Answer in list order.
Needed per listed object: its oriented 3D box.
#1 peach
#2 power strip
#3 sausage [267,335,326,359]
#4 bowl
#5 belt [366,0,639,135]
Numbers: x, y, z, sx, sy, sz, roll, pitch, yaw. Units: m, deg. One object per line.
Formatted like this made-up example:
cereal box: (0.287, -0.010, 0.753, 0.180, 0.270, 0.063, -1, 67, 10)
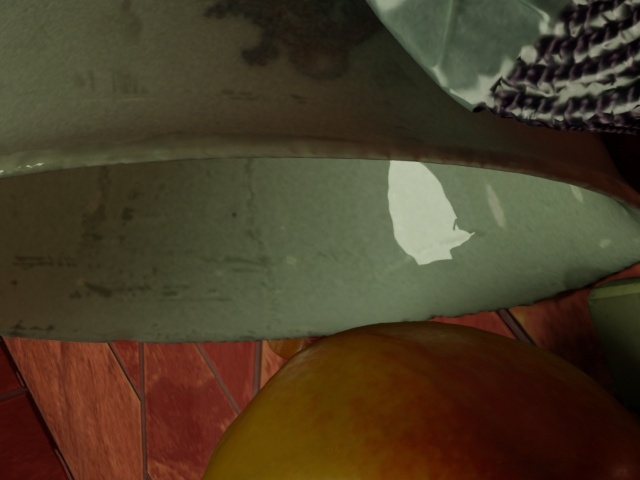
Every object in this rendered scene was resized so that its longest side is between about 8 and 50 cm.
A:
peach: (0.079, 0.184, 0.919, 0.308, 0.289, 0.289, -28, 80, 37)
power strip: (0.193, 0.052, 0.849, 0.169, 0.028, 0.076, -13, 95, 71)
sausage: (0.000, 0.000, 1.245, 0.053, 0.053, 0.348, 60, 156, 26)
bowl: (-0.044, -0.075, 0.880, 0.435, 0.435, 0.196, 140, 130, -68)
belt: (0.099, -0.194, 0.642, 0.260, 0.122, 0.325, -32, 70, 41)
